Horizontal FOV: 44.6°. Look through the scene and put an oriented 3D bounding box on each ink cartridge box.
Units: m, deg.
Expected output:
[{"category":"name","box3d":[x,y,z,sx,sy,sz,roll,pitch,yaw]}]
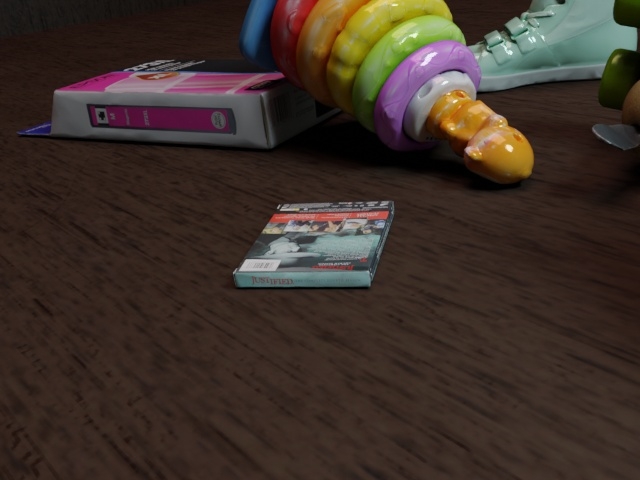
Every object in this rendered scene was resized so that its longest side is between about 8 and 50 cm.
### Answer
[{"category":"ink cartridge box","box3d":[-0.167,-0.164,0.903,0.371,0.069,0.176,5,25,30]}]

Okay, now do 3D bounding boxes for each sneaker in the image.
[{"category":"sneaker","box3d":[0.230,-0.257,0.895,0.256,0.151,0.094,-6,24,4]}]

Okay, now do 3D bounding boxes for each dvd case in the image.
[{"category":"dvd case","box3d":[0.000,0.000,0.526,0.087,0.013,0.119,-1,22,13]}]

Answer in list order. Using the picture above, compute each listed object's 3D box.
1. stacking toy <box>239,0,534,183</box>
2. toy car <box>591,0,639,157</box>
[{"category":"stacking toy","box3d":[0.077,-0.144,0.676,0.175,0.166,0.302,-5,44,-41]},{"category":"toy car","box3d":[0.273,-0.110,0.572,0.155,0.149,0.188,19,44,27]}]
